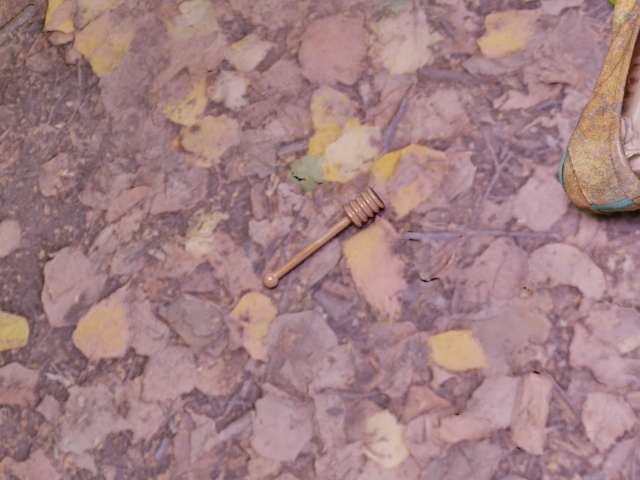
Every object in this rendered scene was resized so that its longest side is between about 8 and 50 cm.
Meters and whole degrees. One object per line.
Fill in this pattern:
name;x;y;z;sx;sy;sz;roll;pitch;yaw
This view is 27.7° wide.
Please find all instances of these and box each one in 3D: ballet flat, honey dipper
ballet flat;0.343;-0.187;1.287;0.123;0.123;0.348;16;79;31
honey dipper;0.000;0.000;1.432;0.161;0.030;0.030;-38;57;11

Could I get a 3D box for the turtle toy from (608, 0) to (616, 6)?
turtle toy;0.316;-0.302;1.382;0.066;0.095;0.130;-42;53;29
